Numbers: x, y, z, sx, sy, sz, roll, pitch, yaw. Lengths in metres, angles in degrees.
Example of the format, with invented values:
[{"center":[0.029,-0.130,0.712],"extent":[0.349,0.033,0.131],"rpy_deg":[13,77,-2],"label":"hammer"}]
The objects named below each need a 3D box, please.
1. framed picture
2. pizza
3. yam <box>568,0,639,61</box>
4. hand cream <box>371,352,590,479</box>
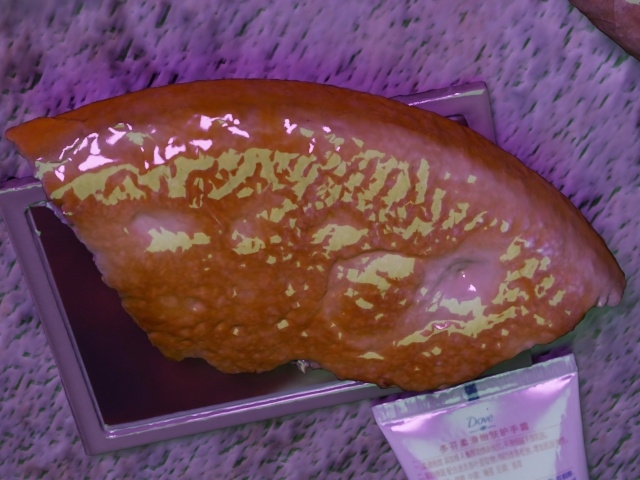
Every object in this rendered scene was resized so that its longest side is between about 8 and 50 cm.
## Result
[{"center":[-0.028,0.021,1.117],"extent":[0.290,0.020,0.211],"rpy_deg":[-11,125,3],"label":"framed picture"},{"center":[0.000,0.000,1.049],"extent":[0.365,0.074,0.182],"rpy_deg":[8,122,-12],"label":"pizza"},{"center":[0.145,-0.155,0.980],"extent":[0.300,0.066,0.066],"rpy_deg":[37,115,-28],"label":"yam"},{"center":[0.127,0.193,1.231],"extent":[0.133,0.083,0.247],"rpy_deg":[-15,115,4],"label":"hand cream"}]
